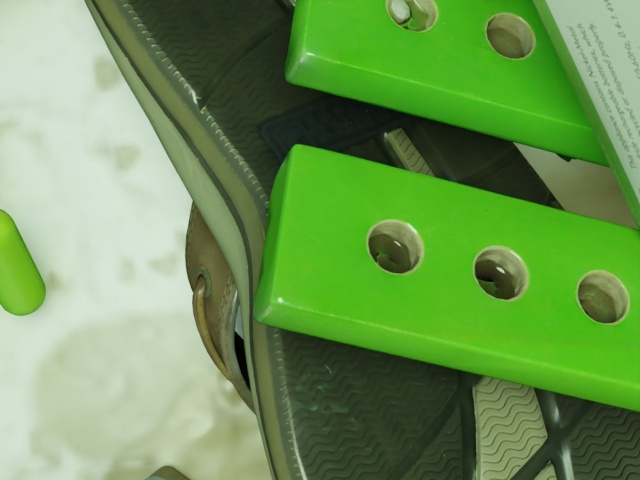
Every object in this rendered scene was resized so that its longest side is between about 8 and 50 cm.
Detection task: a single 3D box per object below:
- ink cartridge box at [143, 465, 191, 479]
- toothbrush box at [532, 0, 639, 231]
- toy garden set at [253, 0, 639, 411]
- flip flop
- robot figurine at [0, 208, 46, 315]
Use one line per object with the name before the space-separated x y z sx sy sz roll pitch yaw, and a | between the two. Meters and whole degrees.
ink cartridge box | -0.079 0.162 0.393 0.088 0.235 0.193 39 89 3
toothbrush box | 0.160 -0.154 0.362 0.283 0.122 0.206 -43 120 -22
toy garden set | 0.090 -0.060 0.462 0.203 0.049 0.244 14 62 -12
flip flop | 0.000 0.000 0.476 0.112 0.080 0.277 -19 70 -26
robot figurine | -0.136 0.006 0.487 0.101 0.067 0.115 5 87 15
